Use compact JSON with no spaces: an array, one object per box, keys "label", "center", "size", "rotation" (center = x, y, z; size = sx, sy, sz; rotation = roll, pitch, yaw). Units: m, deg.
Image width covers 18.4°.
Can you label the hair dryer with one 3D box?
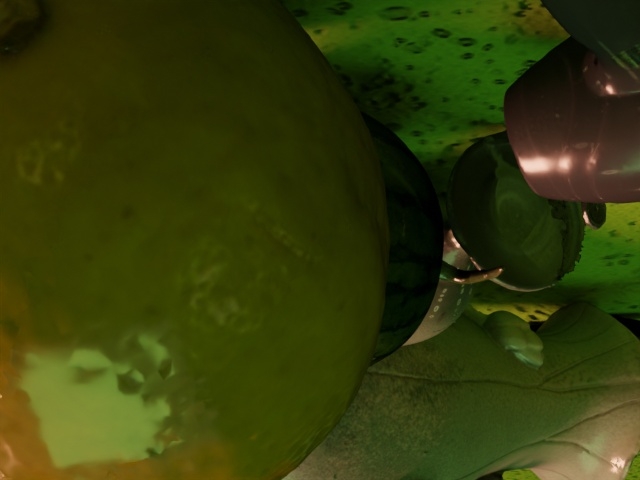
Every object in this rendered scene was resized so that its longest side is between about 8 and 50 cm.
[{"label":"hair dryer","center":[0.198,-0.143,1.045],"size":[0.301,0.121,0.361],"rotation":[-18,152,23]}]

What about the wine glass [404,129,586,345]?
[{"label":"wine glass","center":[0.078,0.009,1.468],"size":[0.126,0.126,0.241],"rotation":[9,160,-29]}]

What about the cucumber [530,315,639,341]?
[{"label":"cucumber","center":[0.274,0.090,1.894],"size":[0.163,0.043,0.039],"rotation":[-8,120,14]}]

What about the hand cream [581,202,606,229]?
[{"label":"hand cream","center":[0.133,-0.011,1.545],"size":[0.194,0.042,0.067],"rotation":[-10,160,39]}]

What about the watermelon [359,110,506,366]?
[{"label":"watermelon","center":[0.000,0.000,1.320],"size":[0.215,0.188,0.188],"rotation":[10,160,-21]}]

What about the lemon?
[{"label":"lemon","center":[-0.122,-0.005,1.078],"size":[0.348,0.348,0.348],"rotation":[-1,163,0]}]

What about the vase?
[{"label":"vase","center":[0.077,0.138,1.717],"size":[0.445,0.249,0.250],"rotation":[4,163,-32]}]
